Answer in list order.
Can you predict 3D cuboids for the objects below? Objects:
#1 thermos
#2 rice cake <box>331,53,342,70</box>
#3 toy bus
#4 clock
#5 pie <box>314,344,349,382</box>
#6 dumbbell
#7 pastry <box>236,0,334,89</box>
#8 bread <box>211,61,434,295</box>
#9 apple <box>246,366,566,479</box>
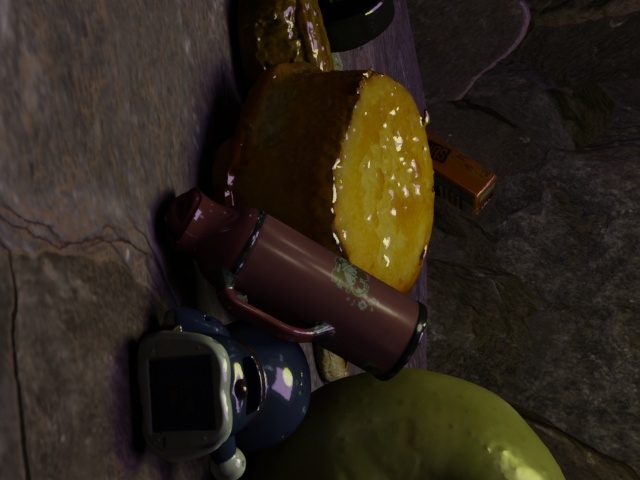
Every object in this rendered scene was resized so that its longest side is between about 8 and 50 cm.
[{"bbox_3d":[-0.044,0.056,0.968,0.136,0.330,0.109,-64,-168,-21],"label":"thermos"},{"bbox_3d":[-0.003,-0.452,1.723,0.057,0.052,0.256,-53,146,-24],"label":"rice cake"},{"bbox_3d":[0.193,-0.202,1.767,0.093,0.409,0.092,-47,160,-20],"label":"toy bus"},{"bbox_3d":[-0.104,0.171,0.927,0.243,0.147,0.199,13,67,-68],"label":"clock"},{"bbox_3d":[0.033,0.159,1.662,0.274,0.055,0.274,1,90,-78],"label":"pie"},{"bbox_3d":[0.012,-0.528,1.479,0.322,0.204,0.203,72,19,-44],"label":"dumbbell"},{"bbox_3d":[-0.061,-0.330,1.319,0.240,0.132,0.235,-37,113,-82],"label":"pastry"},{"bbox_3d":[0.011,-0.057,1.184,0.398,0.215,0.398,1,89,-59],"label":"bread"},{"bbox_3d":[0.111,0.393,1.114,0.473,0.474,0.473,-5,90,-76],"label":"apple"}]
